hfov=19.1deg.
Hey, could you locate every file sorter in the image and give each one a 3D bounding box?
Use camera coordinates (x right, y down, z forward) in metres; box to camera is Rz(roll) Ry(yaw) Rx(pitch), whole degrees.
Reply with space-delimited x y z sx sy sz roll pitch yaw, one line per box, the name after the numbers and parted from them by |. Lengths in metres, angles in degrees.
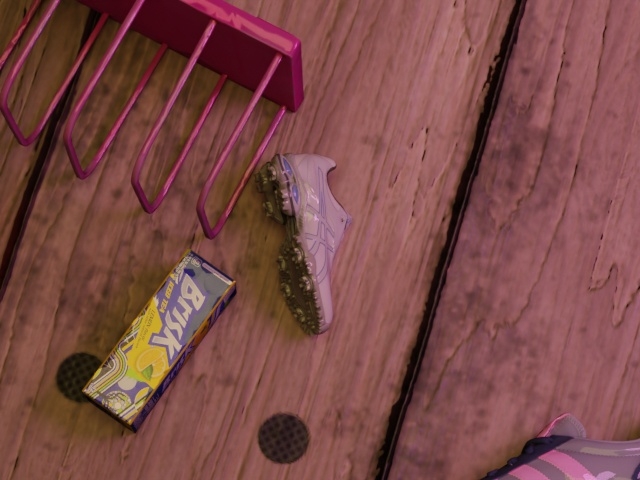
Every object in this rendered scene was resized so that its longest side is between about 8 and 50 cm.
-0.186 -0.148 1.774 0.290 0.202 0.182 28 80 5 | file sorter

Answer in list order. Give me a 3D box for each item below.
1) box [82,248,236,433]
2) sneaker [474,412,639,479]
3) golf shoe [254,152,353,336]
-0.149 0.094 1.788 0.059 0.054 0.169 34 77 7 | box
0.195 0.229 1.744 0.319 0.112 0.131 -6 67 -9 | sneaker
0.000 0.000 1.811 0.086 0.069 0.176 -10 88 -28 | golf shoe
